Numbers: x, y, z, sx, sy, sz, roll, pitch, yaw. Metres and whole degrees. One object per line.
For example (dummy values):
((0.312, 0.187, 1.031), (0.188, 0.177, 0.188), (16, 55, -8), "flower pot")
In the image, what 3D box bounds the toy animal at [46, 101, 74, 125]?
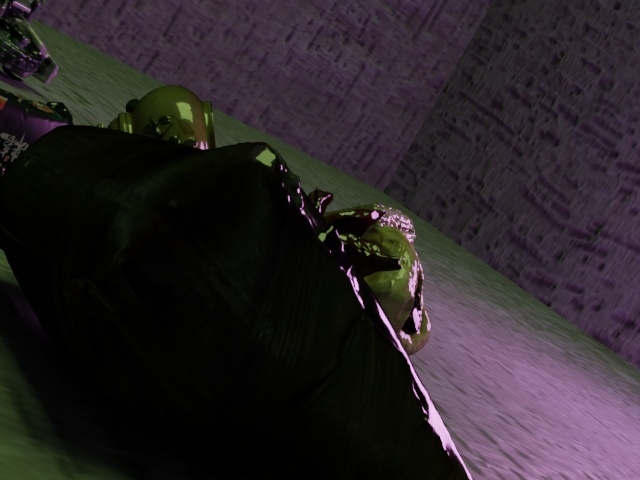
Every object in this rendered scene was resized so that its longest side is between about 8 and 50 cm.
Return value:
((-0.401, -0.146, 1.697), (0.225, 0.094, 0.121), (26, 17, -37), "toy animal")

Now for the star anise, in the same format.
((-0.035, 0.001, 1.678), (0.288, 0.088, 0.288), (2, 36, -1), "star anise")

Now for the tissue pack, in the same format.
((-0.376, -0.124, 1.572), (0.090, 0.103, 0.170), (26, 3, 36), "tissue pack")

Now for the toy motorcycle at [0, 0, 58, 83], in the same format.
((-0.555, -0.378, 2.483), (0.188, 0.143, 0.327), (22, 18, -49), "toy motorcycle")

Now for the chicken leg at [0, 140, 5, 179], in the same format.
((-0.403, -0.117, 1.437), (0.234, 0.063, 0.105), (42, 23, 9), "chicken leg")

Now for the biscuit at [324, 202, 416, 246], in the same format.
((0.000, 0.000, 1.869), (0.239, 0.061, 0.108), (-12, -14, 28), "biscuit")

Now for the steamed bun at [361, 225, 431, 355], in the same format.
((0.067, 0.084, 1.757), (0.155, 0.172, 0.140), (54, 33, -33), "steamed bun")

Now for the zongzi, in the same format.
((-0.065, 0.091, 1.154), (0.432, 0.208, 0.403), (48, -15, -28), "zongzi")

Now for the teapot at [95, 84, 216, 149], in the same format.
((-0.238, -0.124, 1.997), (0.183, 0.173, 0.269), (-6, 41, -5), "teapot")
